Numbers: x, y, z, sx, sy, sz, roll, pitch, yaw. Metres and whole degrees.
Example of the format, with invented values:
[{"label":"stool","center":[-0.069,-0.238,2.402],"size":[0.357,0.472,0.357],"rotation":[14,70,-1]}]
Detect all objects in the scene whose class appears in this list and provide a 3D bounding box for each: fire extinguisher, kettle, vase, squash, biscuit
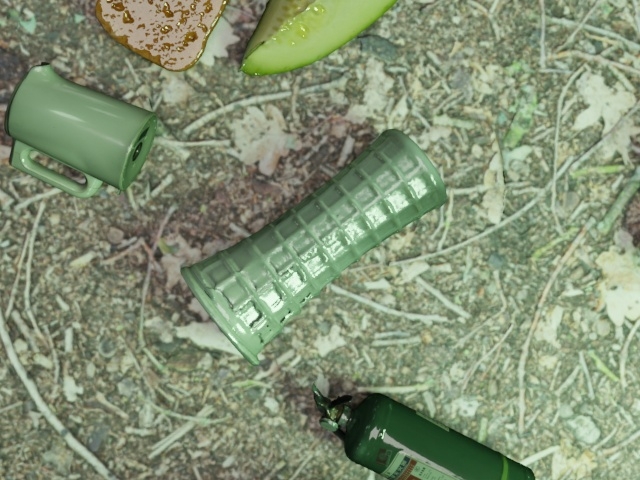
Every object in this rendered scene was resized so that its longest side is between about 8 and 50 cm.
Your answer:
[{"label":"fire extinguisher","center":[0.107,0.254,0.924],"size":[0.294,0.118,0.093],"rotation":[27,55,-5]},{"label":"kettle","center":[-0.278,-0.123,0.891],"size":[0.148,0.127,0.098],"rotation":[23,58,-2]},{"label":"vase","center":[0.000,0.000,0.888],"size":[0.299,0.143,0.143],"rotation":[-37,94,-4]},{"label":"squash","center":[0.031,-0.276,0.892],"size":[0.169,0.093,0.252],"rotation":[26,89,40]},{"label":"biscuit","center":[-0.196,-0.314,0.891],"size":[0.186,0.036,0.192],"rotation":[24,97,-18]}]
